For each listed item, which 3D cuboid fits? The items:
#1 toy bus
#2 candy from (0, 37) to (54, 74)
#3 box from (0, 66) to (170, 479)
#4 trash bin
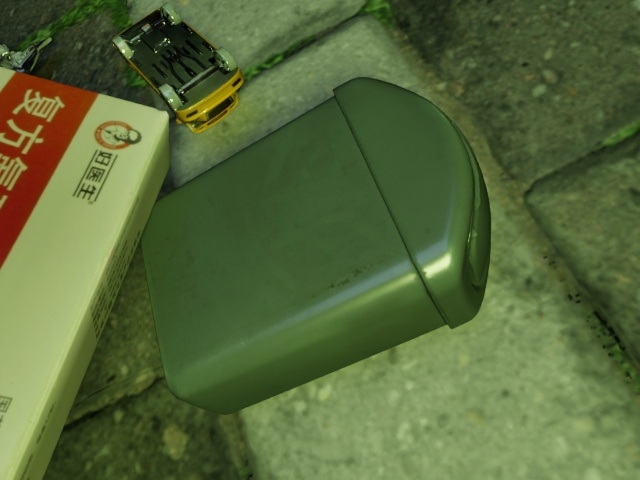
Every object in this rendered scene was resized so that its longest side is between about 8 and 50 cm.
[{"bbox_3d":[-0.130,-0.156,0.558,0.069,0.074,0.162,-38,54,-9],"label":"toy bus"},{"bbox_3d":[-0.416,-0.201,0.712,0.226,0.051,0.094,-7,72,20],"label":"candy"},{"bbox_3d":[-0.235,0.039,0.318,0.214,0.069,0.353,14,55,-5],"label":"box"},{"bbox_3d":[0.000,0.000,0.414,0.236,0.101,0.177,-26,59,10],"label":"trash bin"}]
